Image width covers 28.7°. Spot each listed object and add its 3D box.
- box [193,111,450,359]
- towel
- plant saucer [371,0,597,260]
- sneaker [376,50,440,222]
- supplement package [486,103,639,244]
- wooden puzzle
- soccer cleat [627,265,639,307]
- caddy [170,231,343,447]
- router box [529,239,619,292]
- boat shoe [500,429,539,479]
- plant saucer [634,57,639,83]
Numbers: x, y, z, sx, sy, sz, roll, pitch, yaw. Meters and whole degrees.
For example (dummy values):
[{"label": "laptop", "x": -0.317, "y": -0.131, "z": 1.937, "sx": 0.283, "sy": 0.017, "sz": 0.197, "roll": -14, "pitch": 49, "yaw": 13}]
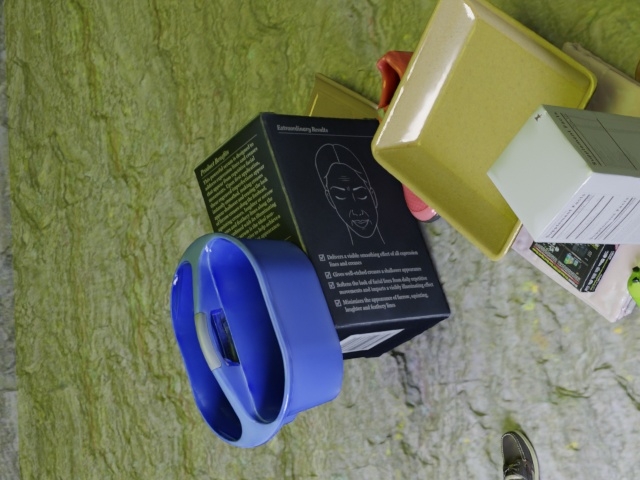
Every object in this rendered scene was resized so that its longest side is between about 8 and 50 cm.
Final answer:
[{"label": "box", "x": 0.000, "y": 0.000, "z": 2.170, "sx": 0.212, "sy": 0.293, "sz": 0.395, "roll": -34, "pitch": 68, "yaw": 41}, {"label": "towel", "x": 0.418, "y": -0.092, "z": 1.909, "sx": 0.317, "sy": 0.053, "sz": 0.332, "roll": 42, "pitch": 119, "yaw": 42}, {"label": "plant saucer", "x": 0.265, "y": -0.191, "z": 1.977, "sx": 0.333, "sy": 0.081, "sz": 0.333, "roll": 44, "pitch": 121, "yaw": 34}, {"label": "sneaker", "x": 0.149, "y": -0.184, "z": 2.172, "sx": 0.116, "sy": 0.136, "sz": 0.314, "roll": -18, "pitch": 72, "yaw": 48}, {"label": "supplement package", "x": 0.377, "y": -0.087, "z": 1.728, "sx": 0.134, "sy": 0.244, "sz": 0.139, "roll": -55, "pitch": 50, "yaw": 33}, {"label": "wooden puzzle", "x": 0.032, "y": -0.175, "z": 2.383, "sx": 0.221, "sy": 0.044, "sz": 0.238, "roll": 35, "pitch": 116, "yaw": 45}, {"label": "soccer cleat", "x": 0.526, "y": 0.057, "z": 1.775, "sx": 0.179, "sy": 0.072, "sz": 0.060, "roll": -14, "pitch": 34, "yaw": 31}, {"label": "caddy", "x": -0.118, "y": 0.152, "z": 1.961, "sx": 0.241, "sy": 0.179, "sz": 0.341, "roll": -34, "pitch": 68, "yaw": 41}, {"label": "router box", "x": 0.381, "y": 0.008, "z": 1.880, "sx": 0.122, "sy": 0.038, "sz": 0.092, "roll": 46, "pitch": 122, "yaw": 41}, {"label": "boat shoe", "x": 0.315, "y": 0.373, "z": 1.979, "sx": 0.056, "sy": 0.049, "sz": 0.152, "roll": -38, "pitch": 58, "yaw": 40}, {"label": "plant saucer", "x": 0.506, "y": -0.248, "z": 1.862, "sx": 0.083, "sy": 0.015, "sz": 0.083, "roll": -8, "pitch": 79, "yaw": 49}]
